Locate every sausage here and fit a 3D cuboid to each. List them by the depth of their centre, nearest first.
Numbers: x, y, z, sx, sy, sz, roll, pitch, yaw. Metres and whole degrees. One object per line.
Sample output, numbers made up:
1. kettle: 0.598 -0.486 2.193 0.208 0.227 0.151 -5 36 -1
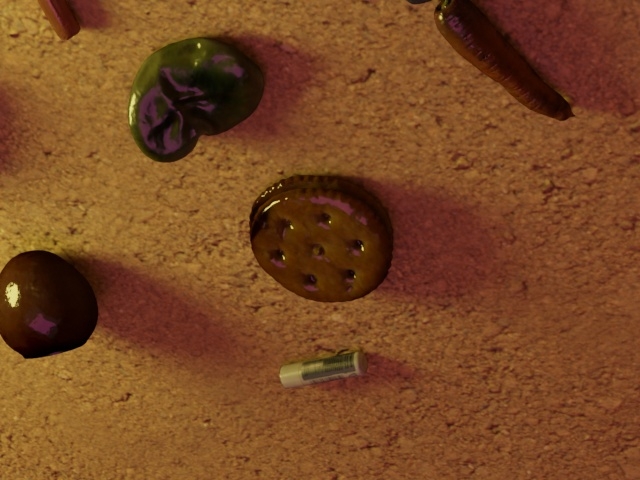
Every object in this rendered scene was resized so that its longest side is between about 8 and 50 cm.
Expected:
1. sausage: -0.351 -0.306 1.896 0.034 0.034 0.083 -12 125 22

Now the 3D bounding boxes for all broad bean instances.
1. broad bean: -0.175 -0.198 1.936 0.153 0.072 0.206 39 116 -23

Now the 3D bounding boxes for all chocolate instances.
1. chocolate: -0.427 0.093 2.194 0.176 0.177 0.177 7 131 7

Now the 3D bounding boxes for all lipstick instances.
1. lipstick: 0.005 0.205 2.253 0.141 0.040 0.040 -12 126 23

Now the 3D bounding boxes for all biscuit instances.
1. biscuit: 0.000 0.000 2.058 0.220 0.066 0.220 7 131 8

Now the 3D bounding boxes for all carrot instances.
1. carrot: 0.235 -0.225 1.819 0.248 0.059 0.059 39 128 -23

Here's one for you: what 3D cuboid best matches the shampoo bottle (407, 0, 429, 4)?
1. shampoo bottle: 0.186 -0.366 1.708 0.233 0.049 0.087 -27 122 31
